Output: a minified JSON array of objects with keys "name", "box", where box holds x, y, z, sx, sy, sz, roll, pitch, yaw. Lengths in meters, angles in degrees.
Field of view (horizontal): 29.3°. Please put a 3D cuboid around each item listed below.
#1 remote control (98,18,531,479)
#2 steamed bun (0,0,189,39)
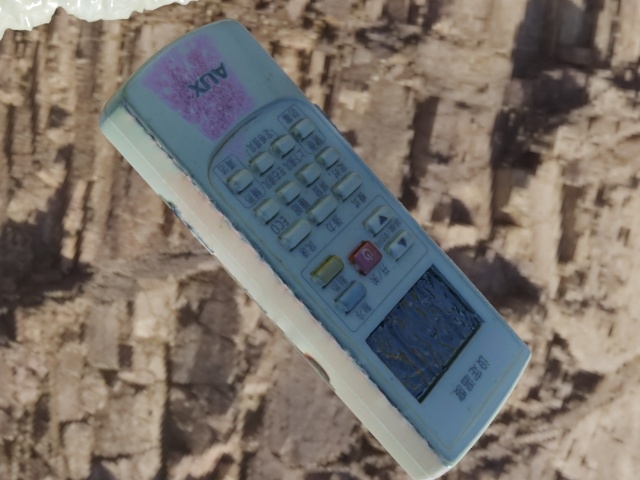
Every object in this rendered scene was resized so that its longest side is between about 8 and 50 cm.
[{"name":"remote control","box":[0.001,0.000,0.855,0.344,0.050,0.145,48,46,-3]},{"name":"steamed bun","box":[-0.145,-0.251,0.584,0.272,0.273,0.290,-17,146,-21]}]
